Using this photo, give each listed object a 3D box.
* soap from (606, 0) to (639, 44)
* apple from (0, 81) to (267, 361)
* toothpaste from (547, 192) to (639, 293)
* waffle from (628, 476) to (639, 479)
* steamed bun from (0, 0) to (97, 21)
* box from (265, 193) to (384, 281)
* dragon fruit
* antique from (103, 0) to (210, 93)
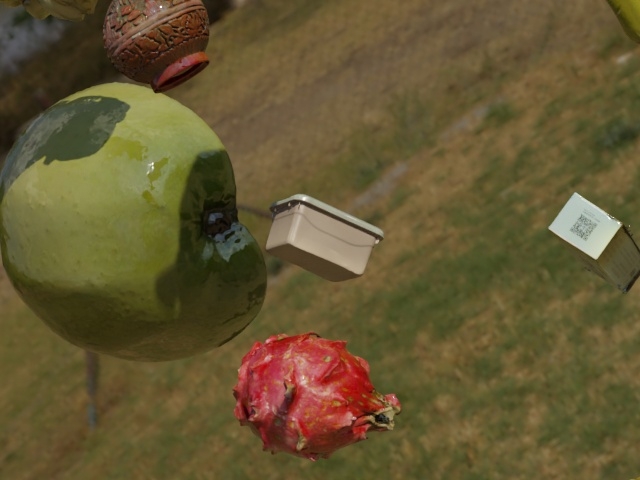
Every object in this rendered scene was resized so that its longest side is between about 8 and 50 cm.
[{"bbox_3d":[0.307,-0.260,1.304,0.045,0.140,0.089,-24,21,48],"label":"soap"},{"bbox_3d":[-0.245,-0.016,1.691,0.360,0.320,0.311,-4,60,43],"label":"apple"},{"bbox_3d":[0.402,0.008,1.865,0.071,0.089,0.313,-56,-23,3],"label":"toothpaste"},{"bbox_3d":[0.404,0.431,1.693,0.309,0.065,0.283,-73,5,-64],"label":"waffle"},{"bbox_3d":[-0.314,-0.322,1.433,0.178,0.192,0.106,20,34,19],"label":"steamed bun"},{"bbox_3d":[0.000,0.000,1.511,0.089,0.122,0.062,-17,51,61],"label":"box"},{"bbox_3d":[-0.009,0.251,2.066,0.268,0.205,0.210,13,-5,14],"label":"dragon fruit"},{"bbox_3d":[-0.149,-0.190,1.186,0.104,0.104,0.104,-30,20,12],"label":"antique"}]
